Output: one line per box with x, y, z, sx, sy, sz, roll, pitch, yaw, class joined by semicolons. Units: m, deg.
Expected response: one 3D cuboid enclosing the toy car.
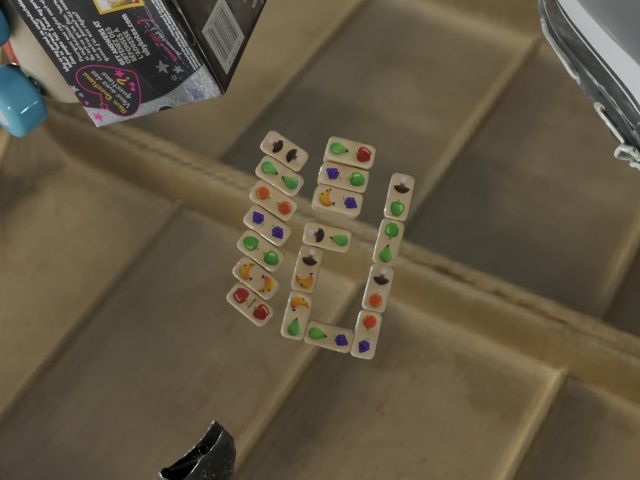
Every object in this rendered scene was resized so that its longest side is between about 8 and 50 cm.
-0.318;-0.271;1.280;0.219;0.210;0.238;-42;-125;-21;toy car

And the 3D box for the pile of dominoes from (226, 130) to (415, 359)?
0.000;0.000;1.475;0.196;0.251;0.040;14;173;-3;pile of dominoes

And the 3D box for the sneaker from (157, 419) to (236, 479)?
-0.150;0.269;1.251;0.170;0.089;0.051;-34;-154;-13;sneaker

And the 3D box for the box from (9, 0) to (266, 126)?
-0.144;-0.243;1.077;0.142;0.163;0.247;-10;-140;26;box

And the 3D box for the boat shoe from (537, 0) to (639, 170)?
0.285;-0.106;1.015;0.113;0.105;0.306;-37;-98;-21;boat shoe
